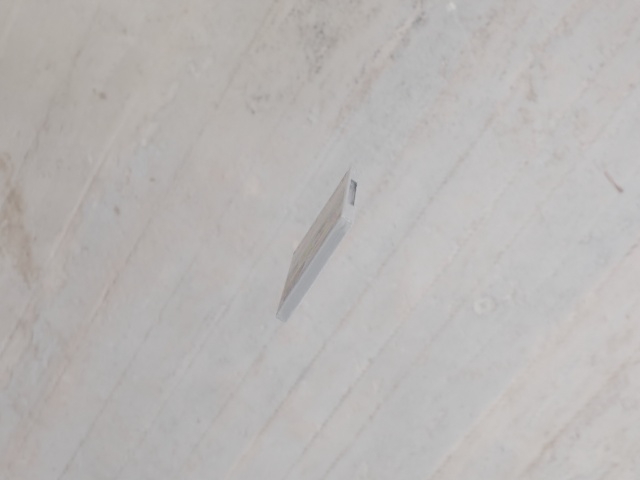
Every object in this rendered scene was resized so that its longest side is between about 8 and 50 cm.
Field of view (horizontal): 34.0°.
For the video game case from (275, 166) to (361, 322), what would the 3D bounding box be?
[{"bbox_3d":[0.000,0.000,0.749,0.011,0.122,0.087,32,109,-6],"label":"video game case"}]
